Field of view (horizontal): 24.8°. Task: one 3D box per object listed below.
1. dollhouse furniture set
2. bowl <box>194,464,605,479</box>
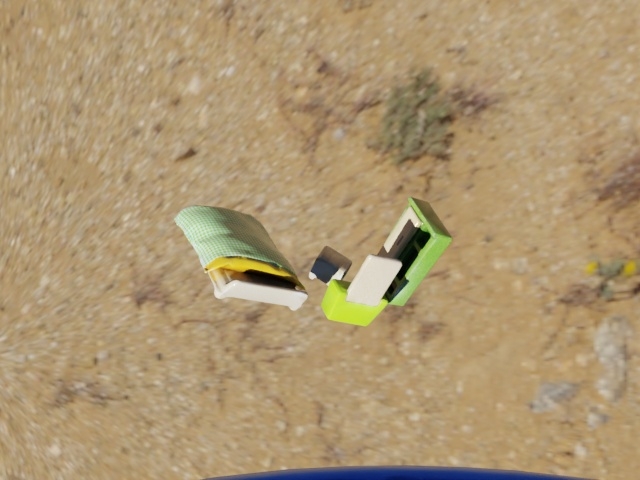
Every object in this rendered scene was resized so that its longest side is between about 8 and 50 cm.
[{"bbox_3d":[0.000,0.000,0.837,0.151,0.076,0.058,12,123,-34],"label":"dollhouse furniture set"},{"bbox_3d":[0.059,0.157,0.236,0.391,0.391,0.077,2,107,-14],"label":"bowl"}]
